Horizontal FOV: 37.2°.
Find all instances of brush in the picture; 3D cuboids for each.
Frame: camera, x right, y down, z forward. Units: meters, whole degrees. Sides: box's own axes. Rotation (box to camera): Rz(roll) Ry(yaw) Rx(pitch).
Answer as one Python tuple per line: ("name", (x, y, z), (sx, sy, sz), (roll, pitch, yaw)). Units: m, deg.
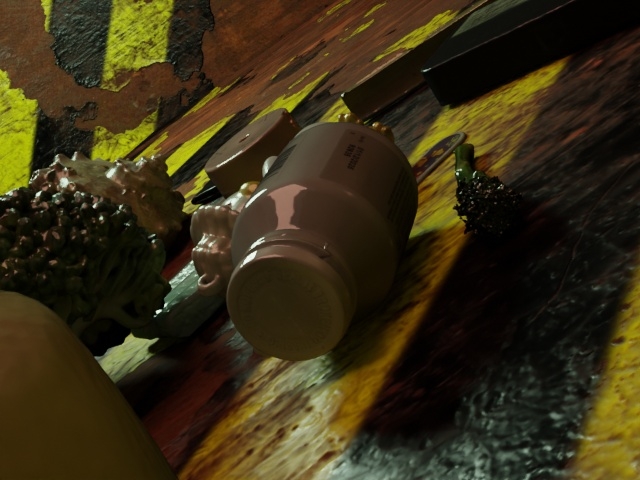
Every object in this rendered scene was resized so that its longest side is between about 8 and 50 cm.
("brush", (0.157, -0.261, 1.326), (0.282, 0.054, 0.048), (-33, 8, 8))

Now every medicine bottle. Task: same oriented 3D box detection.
("medicine bottle", (0.000, 0.000, 0.770), (0.135, 0.135, 0.215), (-27, 19, 27))

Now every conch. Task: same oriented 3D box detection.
("conch", (-0.352, -0.030, 1.452), (0.352, 0.210, 0.297), (-27, 4, 20))

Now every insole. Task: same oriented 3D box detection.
("insole", (0.084, -0.055, 0.987), (0.197, 0.004, 0.065), (-42, 18, -21))

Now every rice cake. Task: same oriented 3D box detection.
("rice cake", (-0.113, 0.028, 1.072), (0.127, 0.043, 0.237), (-13, 29, 53))

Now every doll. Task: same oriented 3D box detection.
("doll", (-0.029, -0.040, 0.969), (0.138, 0.119, 0.293), (19, 48, 32))

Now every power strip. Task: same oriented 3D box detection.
("power strip", (-0.089, -0.116, 1.362), (0.154, 0.078, 0.154), (-34, 19, 13))

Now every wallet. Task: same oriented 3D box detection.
("wallet", (-0.154, -0.110, 1.580), (0.082, 0.018, 0.157), (-23, 20, 36))

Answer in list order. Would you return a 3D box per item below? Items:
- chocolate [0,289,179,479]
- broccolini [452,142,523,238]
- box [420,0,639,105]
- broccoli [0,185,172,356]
("chocolate", (-0.235, 0.172, 0.494), (0.326, 0.297, 0.314), (-29, 13, 23))
("broccolini", (0.136, -0.051, 0.826), (0.054, 0.051, 0.239), (-38, 9, 13))
("box", (0.294, -0.277, 1.102), (0.350, 0.058, 0.211), (-21, 20, 40))
("broccoli", (-0.331, 0.059, 0.945), (0.324, 0.272, 0.334), (22, 7, 28))
